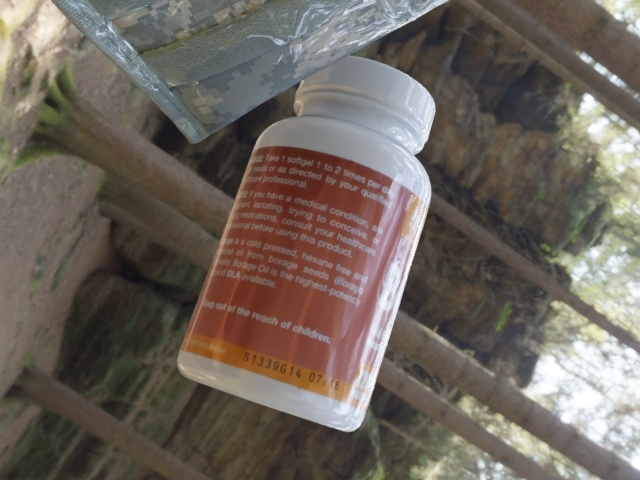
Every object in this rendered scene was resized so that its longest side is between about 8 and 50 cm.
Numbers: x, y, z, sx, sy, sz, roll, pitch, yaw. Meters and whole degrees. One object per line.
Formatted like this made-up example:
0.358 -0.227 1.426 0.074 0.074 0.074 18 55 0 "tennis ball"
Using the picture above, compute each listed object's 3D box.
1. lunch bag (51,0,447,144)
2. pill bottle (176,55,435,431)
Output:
-0.038 -0.208 0.309 0.235 0.287 0.169 -27 -122 8 "lunch bag"
0.000 0.000 0.487 0.121 0.121 0.216 156 -46 -73 "pill bottle"
